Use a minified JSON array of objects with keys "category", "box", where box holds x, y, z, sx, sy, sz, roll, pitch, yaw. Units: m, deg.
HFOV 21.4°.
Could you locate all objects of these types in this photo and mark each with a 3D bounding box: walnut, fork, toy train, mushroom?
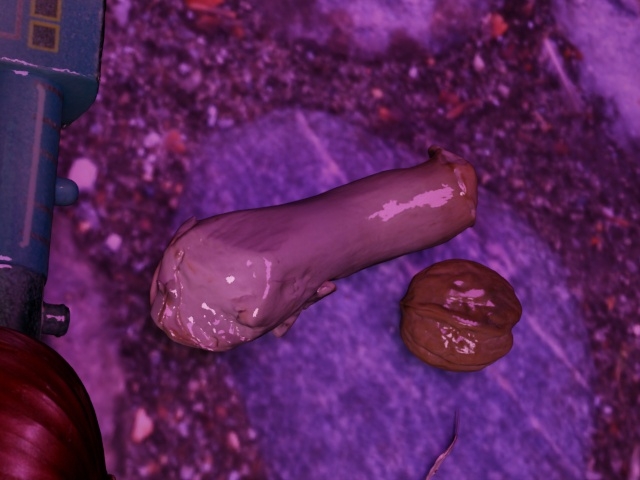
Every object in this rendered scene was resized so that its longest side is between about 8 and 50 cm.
[{"category":"walnut","box":[0.103,0.055,1.253,0.092,0.092,0.092,7,69,-18]},{"category":"fork","box":[0.080,0.172,1.237,0.012,0.016,0.115,24,62,15]},{"category":"toy train","box":[-0.247,-0.051,1.146,0.194,0.120,0.298,10,68,-22]},{"category":"mushroom","box":[-0.002,0.001,1.227,0.278,0.096,0.099,-22,81,-29]}]

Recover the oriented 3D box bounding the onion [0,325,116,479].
[{"category":"onion","box":[-0.245,0.178,0.988,0.285,0.273,0.273,8,67,2]}]
